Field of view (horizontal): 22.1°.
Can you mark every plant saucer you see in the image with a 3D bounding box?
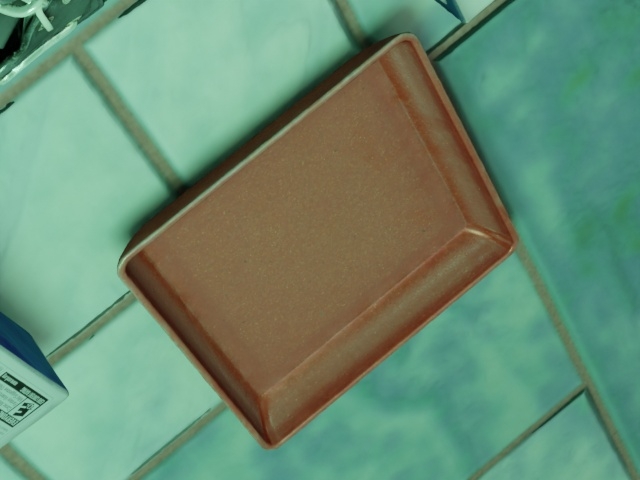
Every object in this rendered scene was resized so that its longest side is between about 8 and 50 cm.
[{"bbox_3d":[0.000,0.000,1.196,0.259,0.048,0.258,-40,137,-6],"label":"plant saucer"}]

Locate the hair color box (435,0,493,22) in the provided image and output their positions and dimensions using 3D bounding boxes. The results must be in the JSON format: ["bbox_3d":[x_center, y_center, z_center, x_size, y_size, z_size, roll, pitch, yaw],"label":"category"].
[{"bbox_3d":[0.066,-0.313,0.964,0.174,0.105,0.347,-40,137,-4],"label":"hair color box"}]

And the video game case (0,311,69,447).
[{"bbox_3d":[-0.308,0.108,0.969,0.244,0.061,0.269,-37,155,-1],"label":"video game case"}]

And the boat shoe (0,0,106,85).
[{"bbox_3d":[-0.171,-0.129,0.895,0.319,0.099,0.116,-36,135,8],"label":"boat shoe"}]
